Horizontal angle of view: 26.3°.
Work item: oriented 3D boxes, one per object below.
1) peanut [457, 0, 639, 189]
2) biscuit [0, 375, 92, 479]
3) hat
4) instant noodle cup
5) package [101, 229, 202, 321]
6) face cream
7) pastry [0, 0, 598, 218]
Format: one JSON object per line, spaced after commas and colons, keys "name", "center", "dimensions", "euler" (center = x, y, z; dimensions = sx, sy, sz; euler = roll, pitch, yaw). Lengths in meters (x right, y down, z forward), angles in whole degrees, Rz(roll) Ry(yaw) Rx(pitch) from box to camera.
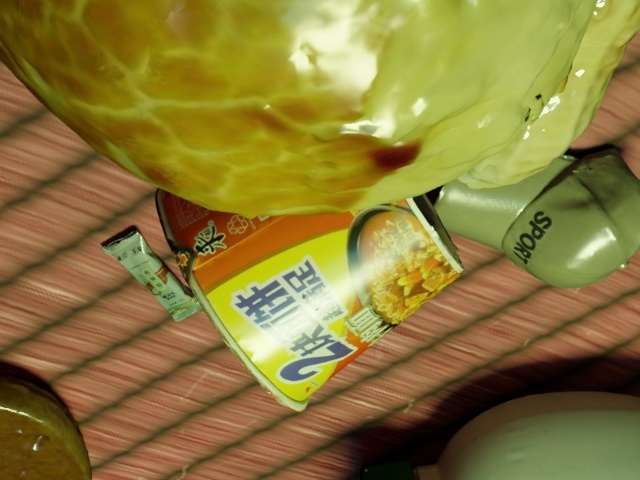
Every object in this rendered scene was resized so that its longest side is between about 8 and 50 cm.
{"name": "peanut", "center": [0.164, -0.155, 0.994], "dimensions": [0.130, 0.130, 0.290], "euler": [9, 129, -19]}
{"name": "biscuit", "center": [-0.411, 0.221, 1.266], "dimensions": [0.394, 0.070, 0.350], "euler": [-4, 131, -9]}
{"name": "hat", "center": [0.174, -0.008, 1.159], "dimensions": [0.175, 0.085, 0.147], "euler": [8, 131, -20]}
{"name": "instant noodle cup", "center": [0.000, 0.000, 1.063], "dimensions": [0.174, 0.213, 0.213], "euler": [-33, 131, 8]}
{"name": "package", "center": [-0.141, 0.032, 1.181], "dimensions": [0.037, 0.015, 0.110], "euler": [-25, 131, 19]}
{"name": "face cream", "center": [0.225, 0.303, 1.344], "dimensions": [0.357, 0.219, 0.313], "euler": [-7, 106, 0]}
{"name": "pastry", "center": [-0.036, -0.180, 0.752], "dimensions": [0.313, 0.388, 0.388], "euler": [-49, 128, -2]}
